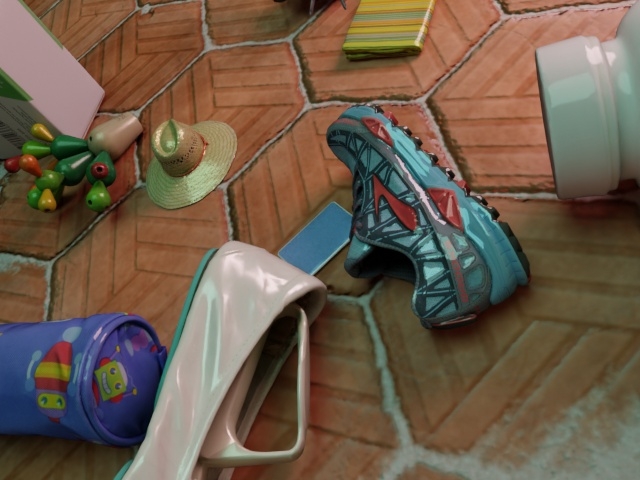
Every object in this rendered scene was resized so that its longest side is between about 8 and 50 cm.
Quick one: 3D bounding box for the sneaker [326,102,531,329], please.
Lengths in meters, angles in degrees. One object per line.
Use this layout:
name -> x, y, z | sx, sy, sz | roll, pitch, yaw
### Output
sneaker -> 0.059, -0.027, 0.547 | 0.125, 0.104, 0.262 | -38, 49, 0

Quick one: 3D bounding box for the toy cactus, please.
toy cactus -> -0.325, -0.115, 0.807 | 0.219, 0.112, 0.180 | 22, 59, 45

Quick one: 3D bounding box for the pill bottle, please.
pill bottle -> 0.322, -0.115, 0.437 | 0.302, 0.169, 0.169 | -8, 54, 20

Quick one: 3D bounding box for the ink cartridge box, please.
ink cartridge box -> -0.513, -0.229, 0.893 | 0.290, 0.211, 0.121 | -3, 57, 24

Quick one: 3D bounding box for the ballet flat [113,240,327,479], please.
ballet flat -> -0.086, 0.179, 0.469 | 0.139, 0.139, 0.400 | 2, 58, 27

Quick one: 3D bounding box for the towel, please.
towel -> 0.109, -0.325, 0.788 | 0.102, 0.021, 0.237 | 7, 60, 23

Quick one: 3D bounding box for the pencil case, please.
pencil case -> -0.287, 0.133, 0.590 | 0.306, 0.133, 0.119 | -5, 88, 24

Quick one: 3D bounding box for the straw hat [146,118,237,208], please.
straw hat -> -0.177, -0.115, 0.750 | 0.145, 0.061, 0.144 | -13, 53, 18

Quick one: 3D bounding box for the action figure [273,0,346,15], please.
action figure -> -0.028, -0.432, 0.851 | 0.164, 0.140, 0.275 | -17, 49, -1

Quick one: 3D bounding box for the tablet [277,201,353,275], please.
tablet -> 0.000, 0.000, 0.619 | 0.083, 0.006, 0.054 | -44, 50, -7
